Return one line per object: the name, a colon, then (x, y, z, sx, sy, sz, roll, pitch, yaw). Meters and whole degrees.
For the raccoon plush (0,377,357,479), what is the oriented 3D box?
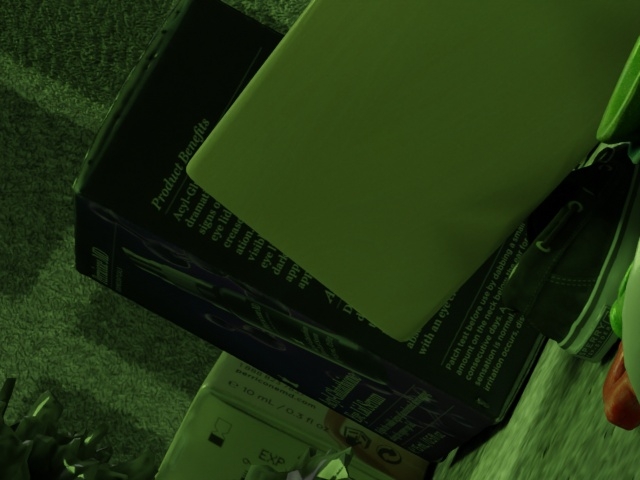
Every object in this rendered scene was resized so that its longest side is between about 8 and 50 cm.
raccoon plush: (-0.176, 0.132, 0.454, 0.446, 0.299, 0.216, -39, 23, 48)

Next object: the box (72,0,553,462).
box: (0.000, 0.000, 0.835, 0.108, 0.207, 0.153, -62, -2, -15)

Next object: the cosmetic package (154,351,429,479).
cosmetic package: (0.003, 0.095, 1.088, 0.153, 0.129, 0.296, -65, -2, 30)

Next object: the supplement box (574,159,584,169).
supplement box: (0.141, -0.099, 0.991, 0.083, 0.056, 0.083, -62, -2, -25)

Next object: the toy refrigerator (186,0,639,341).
toy refrigerator: (0.076, -0.098, 0.604, 0.269, 0.102, 0.094, -50, 4, 36)

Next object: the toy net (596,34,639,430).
toy net: (0.082, -0.003, 0.418, 0.122, 0.045, 0.232, -63, -1, 18)

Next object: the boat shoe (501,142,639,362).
boat shoe: (0.092, -0.006, 0.635, 0.049, 0.040, 0.142, -63, -1, 25)
